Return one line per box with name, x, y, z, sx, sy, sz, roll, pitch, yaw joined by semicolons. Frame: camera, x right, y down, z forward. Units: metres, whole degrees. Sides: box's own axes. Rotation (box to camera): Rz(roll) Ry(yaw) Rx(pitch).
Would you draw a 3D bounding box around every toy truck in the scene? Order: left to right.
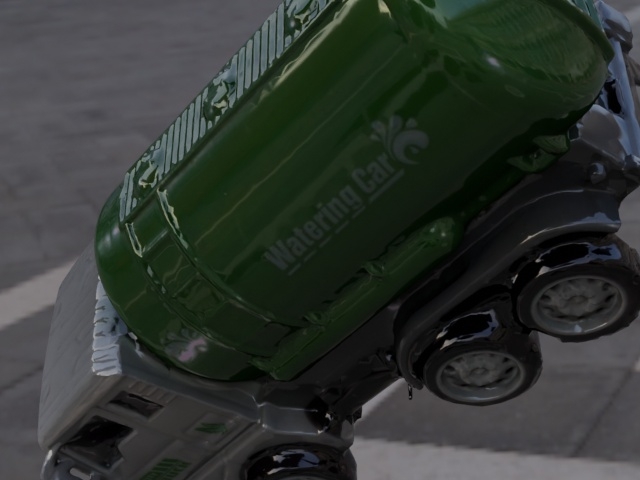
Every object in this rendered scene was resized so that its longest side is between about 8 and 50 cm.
toy truck;0.000;0.000;0.431;0.125;0.242;0.101;24;43;-27
